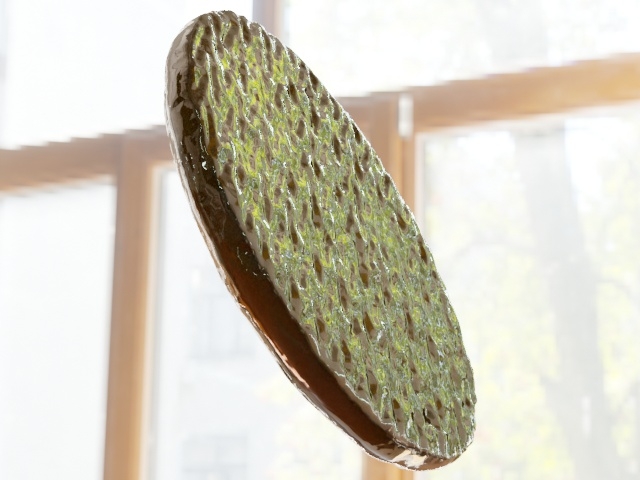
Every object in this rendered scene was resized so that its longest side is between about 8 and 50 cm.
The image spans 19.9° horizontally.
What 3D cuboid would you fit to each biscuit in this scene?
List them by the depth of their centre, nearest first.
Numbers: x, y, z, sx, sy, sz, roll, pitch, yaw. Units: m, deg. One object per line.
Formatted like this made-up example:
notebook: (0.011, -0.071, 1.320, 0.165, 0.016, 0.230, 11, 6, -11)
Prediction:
biscuit: (-0.001, 0.000, 0.916, 0.037, 0.262, 0.262, -31, -27, 18)
